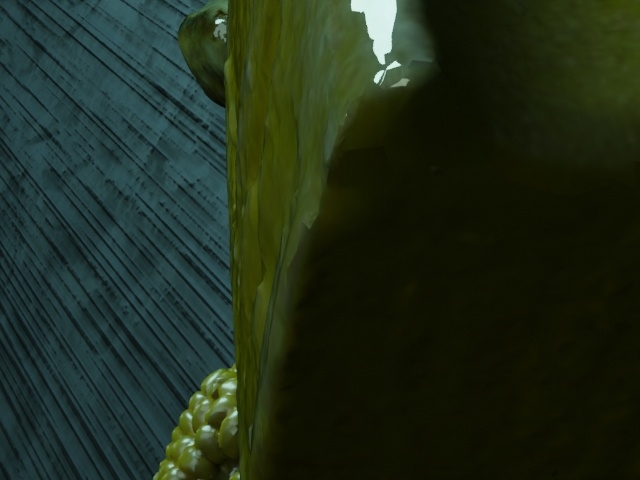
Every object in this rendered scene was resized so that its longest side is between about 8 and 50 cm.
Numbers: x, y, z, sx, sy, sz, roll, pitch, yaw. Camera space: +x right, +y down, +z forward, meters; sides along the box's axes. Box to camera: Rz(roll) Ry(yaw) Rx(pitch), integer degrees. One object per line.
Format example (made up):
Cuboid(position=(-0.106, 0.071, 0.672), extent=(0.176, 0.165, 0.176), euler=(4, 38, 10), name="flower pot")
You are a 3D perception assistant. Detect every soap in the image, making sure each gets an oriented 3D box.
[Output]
Cuboid(position=(0.046, -0.054, 0.549), extent=(0.293, 0.156, 0.335), euler=(97, 171, -49), name="soap")

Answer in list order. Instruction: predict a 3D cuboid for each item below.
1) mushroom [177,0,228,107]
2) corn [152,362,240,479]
Cuboid(position=(0.022, -0.212, 0.858), extent=(0.312, 0.081, 0.100), euler=(-58, 35, 2), name="mushroom")
Cuboid(position=(-0.067, 0.198, 0.684), extent=(0.102, 0.102, 0.313), euler=(35, 101, 58), name="corn")
